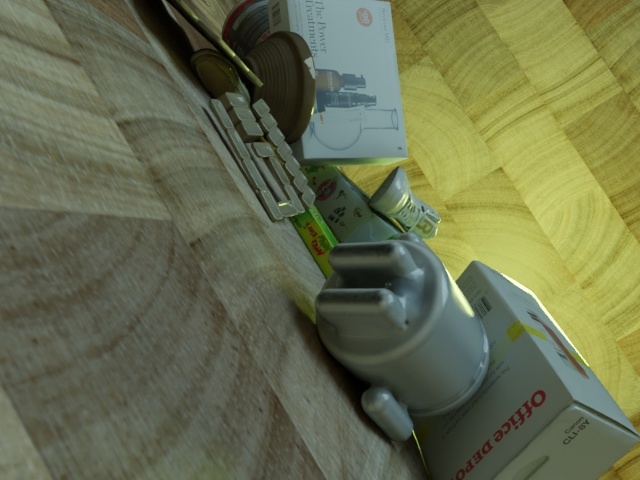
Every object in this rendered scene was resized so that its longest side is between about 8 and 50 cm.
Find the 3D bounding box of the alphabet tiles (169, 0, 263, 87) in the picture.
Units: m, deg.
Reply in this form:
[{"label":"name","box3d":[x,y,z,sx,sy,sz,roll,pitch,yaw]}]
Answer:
[{"label":"alphabet tiles","box3d":[-0.245,-0.417,1.185,0.342,0.011,0.285,46,4,24]}]

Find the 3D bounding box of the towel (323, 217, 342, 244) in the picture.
[{"label":"towel","box3d":[0.044,-0.023,1.635,0.113,0.023,0.152,56,9,-17]}]

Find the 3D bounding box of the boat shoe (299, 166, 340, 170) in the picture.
[{"label":"boat shoe","box3d":[-0.043,-0.226,1.653,0.267,0.096,0.088,41,16,-27]}]

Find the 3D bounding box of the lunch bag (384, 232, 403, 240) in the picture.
[{"label":"lunch bag","box3d":[0.168,0.111,1.361,0.219,0.176,0.090,52,15,-19]}]

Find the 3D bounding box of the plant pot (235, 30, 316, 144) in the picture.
[{"label":"plant pot","box3d":[-0.115,-0.321,1.352,0.110,0.237,0.237,-4,51,-33]}]

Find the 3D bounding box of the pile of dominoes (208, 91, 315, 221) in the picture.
[{"label":"pile of dominoes","box3d":[-0.107,-0.147,1.156,0.251,0.040,0.196,62,25,5]}]

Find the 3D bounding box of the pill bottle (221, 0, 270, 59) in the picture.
[{"label":"pill bottle","box3d":[-0.087,-0.464,1.664,0.363,0.210,0.210,50,4,33]}]

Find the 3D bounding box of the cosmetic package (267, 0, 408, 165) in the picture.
[{"label":"cosmetic package","box3d":[0.043,-0.361,1.464,0.097,0.284,0.377,-10,-94,57]}]

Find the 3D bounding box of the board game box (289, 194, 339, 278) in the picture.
[{"label":"board game box","box3d":[0.000,0.000,1.242,0.181,0.043,0.092,58,9,4]}]

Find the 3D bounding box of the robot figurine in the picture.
[{"label":"robot figurine","box3d":[0.127,0.134,0.950,0.353,0.200,0.300,49,52,-44]}]

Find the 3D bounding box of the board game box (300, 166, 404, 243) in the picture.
[{"label":"board game box","box3d":[0.090,-0.056,1.509,0.224,0.097,0.303,37,12,-38]}]

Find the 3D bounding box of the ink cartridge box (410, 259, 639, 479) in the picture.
[{"label":"ink cartridge box","box3d":[0.295,0.260,1.085,0.160,0.279,0.384,28,21,-21]}]

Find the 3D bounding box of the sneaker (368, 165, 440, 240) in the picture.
[{"label":"sneaker","box3d":[0.199,-0.071,1.420,0.169,0.108,0.292,40,9,1]}]

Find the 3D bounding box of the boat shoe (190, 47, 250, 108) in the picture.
[{"label":"boat shoe","box3d":[-0.179,-0.285,1.211,0.190,0.068,0.072,38,37,-61]}]
